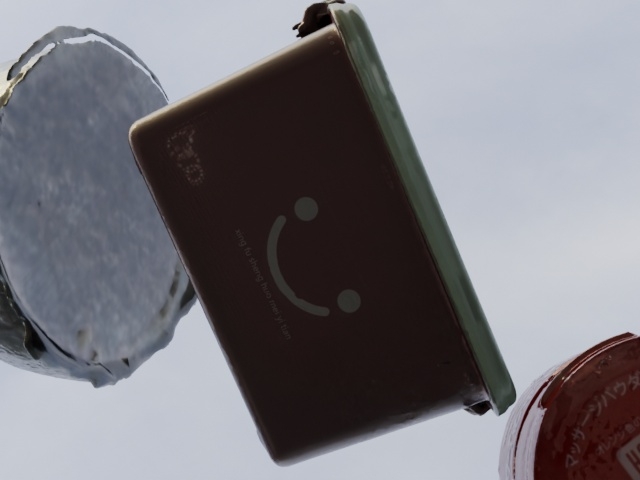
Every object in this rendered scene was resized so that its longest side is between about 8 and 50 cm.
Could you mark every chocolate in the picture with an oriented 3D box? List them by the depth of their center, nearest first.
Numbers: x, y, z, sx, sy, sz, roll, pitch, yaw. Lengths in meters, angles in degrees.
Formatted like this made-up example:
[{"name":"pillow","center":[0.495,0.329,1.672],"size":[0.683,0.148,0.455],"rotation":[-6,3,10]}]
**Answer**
[{"name":"chocolate","center":[-0.265,-0.021,0.790],"size":[0.213,0.303,0.303],"rotation":[-5,-97,24]}]

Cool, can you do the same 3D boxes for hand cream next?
[{"name":"hand cream","center":[0.222,0.161,0.606],"size":[0.193,0.125,0.193],"rotation":[0,-104,-1]}]

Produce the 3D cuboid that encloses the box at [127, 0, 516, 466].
[{"name":"box","center":[0.000,0.000,0.622],"size":[0.167,0.193,0.294],"rotation":[-22,-83,6]}]
